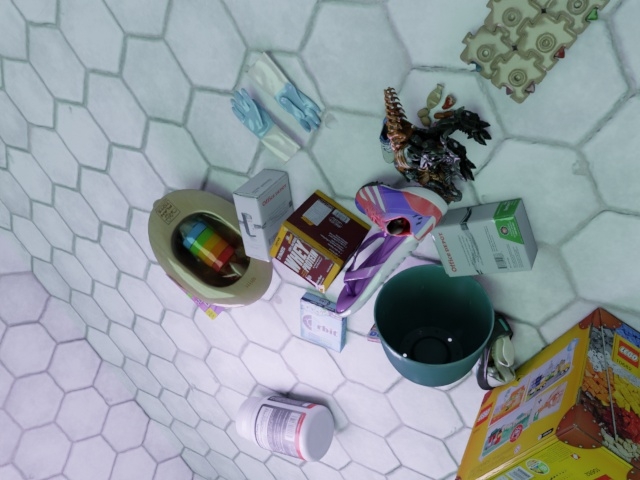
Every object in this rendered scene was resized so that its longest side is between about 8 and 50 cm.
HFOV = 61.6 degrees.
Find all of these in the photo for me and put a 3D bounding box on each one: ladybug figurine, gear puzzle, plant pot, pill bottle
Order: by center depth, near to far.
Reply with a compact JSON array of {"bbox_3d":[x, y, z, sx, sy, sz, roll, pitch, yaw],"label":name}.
[{"bbox_3d":[0.411,-0.430,0.975,0.175,0.044,0.339,39,133,5],"label":"gear puzzle"},{"bbox_3d":[0.291,0.248,1.413,0.293,0.293,0.235,19,146,22],"label":"plant pot"},{"bbox_3d":[-0.345,0.021,1.703,0.449,0.305,0.162,43,179,0],"label":"ladybug figurine"},{"bbox_3d":[-0.146,0.733,2.129,0.363,0.210,0.210,0,122,35],"label":"pill bottle"}]

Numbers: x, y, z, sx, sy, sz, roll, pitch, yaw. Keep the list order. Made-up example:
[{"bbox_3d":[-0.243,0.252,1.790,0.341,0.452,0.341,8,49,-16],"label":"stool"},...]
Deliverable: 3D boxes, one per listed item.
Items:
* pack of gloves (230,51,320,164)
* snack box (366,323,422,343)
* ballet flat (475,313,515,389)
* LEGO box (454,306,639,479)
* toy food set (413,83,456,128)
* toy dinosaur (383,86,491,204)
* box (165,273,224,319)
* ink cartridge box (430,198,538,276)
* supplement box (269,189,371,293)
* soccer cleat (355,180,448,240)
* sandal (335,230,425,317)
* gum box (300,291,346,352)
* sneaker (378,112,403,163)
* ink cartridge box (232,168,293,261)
[{"bbox_3d":[-0.114,-0.345,1.411,0.232,0.046,0.195,45,124,-8],"label":"pack of gloves"},{"bbox_3d":[0.232,0.294,1.633,0.178,0.064,0.022,6,127,31],"label":"snack box"},{"bbox_3d":[0.477,0.329,1.456,0.096,0.095,0.280,-132,25,-54],"label":"ballet flat"},{"bbox_3d":[0.566,0.459,1.311,0.193,0.372,0.500,35,136,7],"label":"LEGO box"},{"bbox_3d":[0.262,-0.284,1.199,0.078,0.019,0.122,38,136,4],"label":"toy food set"},{"bbox_3d":[0.234,-0.192,1.179,0.218,0.164,0.322,-4,159,46],"label":"toy dinosaur"},{"bbox_3d":[-0.394,0.127,1.899,0.243,0.117,0.213,45,136,-3],"label":"box"},{"bbox_3d":[0.388,-0.002,1.282,0.208,0.087,0.153,-8,118,37],"label":"ink cartridge box"},{"bbox_3d":[0.000,0.000,1.474,0.191,0.194,0.129,35,136,7],"label":"supplement box"},{"bbox_3d":[0.165,-0.069,1.297,0.108,0.116,0.318,43,164,-27],"label":"soccer cleat"},{"bbox_3d":[0.138,0.044,1.436,0.102,0.169,0.416,32,124,-10],"label":"sandal"},{"bbox_3d":[0.009,0.275,1.789,0.157,0.041,0.184,19,132,22],"label":"gum box"},{"bbox_3d":[0.160,-0.240,1.277,0.052,0.058,0.135,16,131,24],"label":"sneaker"},{"bbox_3d":[-0.156,-0.074,1.550,0.092,0.158,0.218,14,129,26],"label":"ink cartridge box"}]
